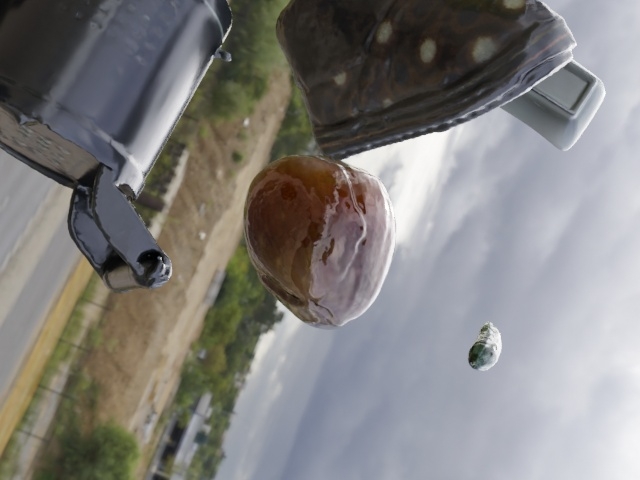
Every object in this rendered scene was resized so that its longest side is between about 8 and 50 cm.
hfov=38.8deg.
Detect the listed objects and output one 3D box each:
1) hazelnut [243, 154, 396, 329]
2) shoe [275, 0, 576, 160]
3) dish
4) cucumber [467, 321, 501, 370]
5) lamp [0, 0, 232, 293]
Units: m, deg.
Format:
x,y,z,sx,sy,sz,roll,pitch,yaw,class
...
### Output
x,y,z,sx,sy,sz,roll,pitch,yaw,class
0.000,0.000,1.835,0.372,0.316,0.372,-19,90,-78,hazelnut
0.107,-0.248,1.093,0.171,0.237,0.384,-31,-168,-38,shoe
0.394,-0.278,1.603,0.151,0.212,0.077,-54,175,-14,dish
0.220,0.143,1.208,0.039,0.039,0.168,-67,170,17,cucumber
-0.204,-0.172,0.861,0.272,0.374,0.205,-44,-168,-19,lamp
